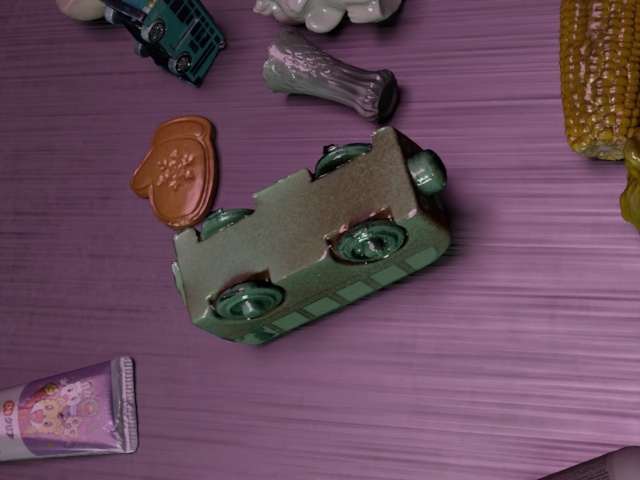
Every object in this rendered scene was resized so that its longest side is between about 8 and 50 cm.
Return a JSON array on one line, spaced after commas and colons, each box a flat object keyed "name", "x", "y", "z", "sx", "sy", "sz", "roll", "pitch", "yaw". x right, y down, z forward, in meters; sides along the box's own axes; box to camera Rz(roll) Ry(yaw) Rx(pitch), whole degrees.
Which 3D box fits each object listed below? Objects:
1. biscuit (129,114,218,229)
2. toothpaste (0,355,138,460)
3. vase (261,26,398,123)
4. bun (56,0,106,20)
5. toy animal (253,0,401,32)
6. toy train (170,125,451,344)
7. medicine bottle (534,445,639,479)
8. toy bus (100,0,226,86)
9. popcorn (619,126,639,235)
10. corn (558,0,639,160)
[{"name": "biscuit", "x": -0.177, "y": -0.080, "z": 1.694, "sx": 0.118, "sy": 0.023, "sz": 0.140, "roll": -16, "pitch": 69, "yaw": 20}, {"name": "toothpaste", "x": -0.358, "y": 0.215, "z": 1.668, "sx": 0.299, "sy": 0.073, "sz": 0.114, "roll": -11, "pitch": 70, "yaw": 14}, {"name": "vase", "x": 0.015, "y": -0.183, "z": 1.608, "sx": 0.149, "sy": 0.081, "sz": 0.081, "roll": 24, "pitch": 85, "yaw": 26}, {"name": "bun", "x": -0.274, "y": -0.341, "z": 1.784, "sx": 0.138, "sy": 0.094, "sz": 0.138, "roll": -35, "pitch": 49, "yaw": 52}, {"name": "toy animal", "x": 0.004, "y": -0.332, "z": 1.629, "sx": 0.193, "sy": 0.127, "sz": 0.178, "roll": 17, "pitch": 80, "yaw": 29}, {"name": "toy train", "x": 0.000, "y": 0.000, "z": 1.512, "sx": 0.326, "sy": 0.159, "sz": 0.129, "roll": -27, "pitch": 62, "yaw": 20}, {"name": "medicine bottle", "x": 0.230, "y": 0.287, "z": 1.325, "sx": 0.215, "sy": 0.135, "sz": 0.135, "roll": -25, "pitch": 65, "yaw": 17}, {"name": "toy bus", "x": -0.182, "y": -0.260, "z": 1.679, "sx": 0.079, "sy": 0.160, "sz": 0.091, "roll": 30, "pitch": 79, "yaw": 30}, {"name": "popcorn", "x": 0.375, "y": -0.061, "z": 1.358, "sx": 0.198, "sy": 0.156, "sz": 0.197, "roll": -9, "pitch": 75, "yaw": 35}, {"name": "corn", "x": 0.299, "y": -0.236, "z": 1.479, "sx": 0.101, "sy": 0.101, "sz": 0.310, "roll": 4, "pitch": 78, "yaw": 26}]
